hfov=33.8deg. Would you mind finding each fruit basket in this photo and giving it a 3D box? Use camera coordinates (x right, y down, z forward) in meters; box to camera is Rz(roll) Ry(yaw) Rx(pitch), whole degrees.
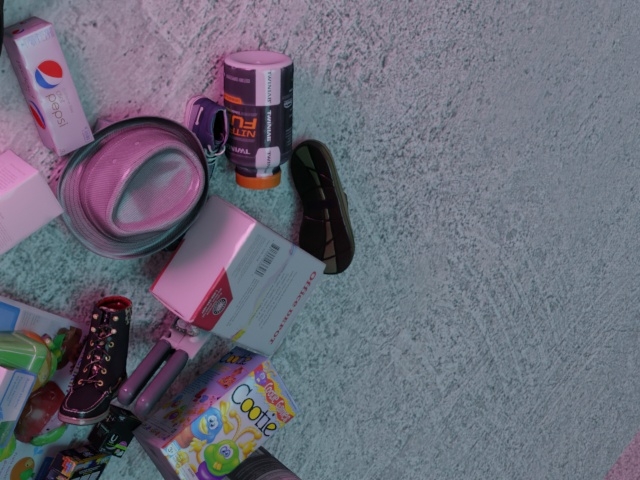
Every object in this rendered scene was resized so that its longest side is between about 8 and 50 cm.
[{"bbox_3d":[-0.523,0.284,1.853,0.353,0.165,0.327,33,79,-53],"label":"fruit basket"}]

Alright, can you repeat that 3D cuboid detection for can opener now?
[{"bbox_3d":[-0.288,0.232,1.978,0.093,0.074,0.280,-65,175,33],"label":"can opener"}]

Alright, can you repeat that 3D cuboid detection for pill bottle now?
[{"bbox_3d":[-0.106,0.561,2.212,0.176,0.318,0.176,-17,119,-33],"label":"pill bottle"},{"bbox_3d":[-0.116,-0.221,1.969,0.130,0.130,0.245,-15,119,-33],"label":"pill bottle"}]

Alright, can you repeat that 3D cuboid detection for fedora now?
[{"bbox_3d":[-0.303,-0.084,1.806,0.275,0.124,0.243,-35,113,-15],"label":"fedora"}]

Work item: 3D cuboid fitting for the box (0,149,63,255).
[{"bbox_3d":[-0.531,-0.051,1.715,0.170,0.130,0.091,-37,128,-19],"label":"box"}]

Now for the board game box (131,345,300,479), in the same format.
[{"bbox_3d":[-0.203,0.356,2.077,0.275,0.144,0.142,-39,113,-23],"label":"board game box"}]

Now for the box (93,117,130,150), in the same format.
[{"bbox_3d":[-0.356,-0.114,1.889,0.145,0.038,0.186,9,105,-42],"label":"box"}]

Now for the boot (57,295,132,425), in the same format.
[{"bbox_3d":[-0.395,0.209,1.860,0.236,0.085,0.178,-59,158,-73],"label":"boot"}]

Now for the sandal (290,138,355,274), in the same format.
[{"bbox_3d":[0.016,-0.068,2.165,0.086,0.120,0.302,-47,135,-57],"label":"sandal"}]

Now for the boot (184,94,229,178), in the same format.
[{"bbox_3d":[-0.212,-0.167,1.946,0.069,0.086,0.190,-13,118,-34],"label":"boot"}]

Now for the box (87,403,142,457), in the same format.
[{"bbox_3d":[-0.403,0.373,2.068,0.062,0.052,0.083,33,87,-44],"label":"box"}]

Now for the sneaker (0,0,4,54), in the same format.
[{"bbox_3d":[-0.507,-0.448,1.499,0.185,0.202,0.482,-7,114,-36],"label":"sneaker"}]

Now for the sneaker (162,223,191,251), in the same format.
[{"bbox_3d":[-0.278,-0.012,1.968,0.076,0.065,0.166,-47,149,4],"label":"sneaker"}]

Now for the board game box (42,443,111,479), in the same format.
[{"bbox_3d":[-0.477,0.462,1.998,0.141,0.048,0.170,-59,167,1],"label":"board game box"}]

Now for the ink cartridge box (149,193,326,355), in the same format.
[{"bbox_3d":[-0.151,0.074,2.031,0.226,0.131,0.306,-57,150,-2],"label":"ink cartridge box"}]

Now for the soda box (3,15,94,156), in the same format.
[{"bbox_3d":[-0.446,-0.251,1.728,0.069,0.074,0.216,-30,126,-25],"label":"soda box"}]
